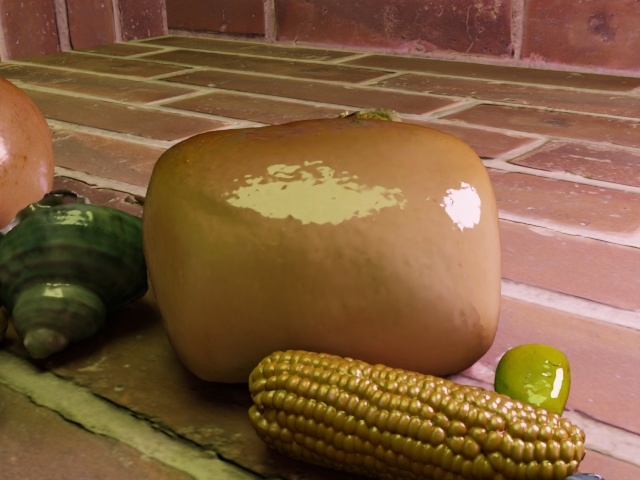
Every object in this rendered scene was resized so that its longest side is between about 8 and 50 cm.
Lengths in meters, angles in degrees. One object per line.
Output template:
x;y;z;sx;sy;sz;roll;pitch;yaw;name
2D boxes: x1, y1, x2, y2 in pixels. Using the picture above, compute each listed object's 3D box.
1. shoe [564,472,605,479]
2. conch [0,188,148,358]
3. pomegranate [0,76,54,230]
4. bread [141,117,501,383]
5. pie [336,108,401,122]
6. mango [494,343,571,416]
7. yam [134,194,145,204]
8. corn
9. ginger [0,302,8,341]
0.218;0.199;0.618;0.207;0.092;0.106;-21;33;-34;shoe
-0.297;0.027;1.029;0.220;0.195;0.277;-4;45;-1;conch
-0.533;-0.100;1.212;0.319;0.319;0.319;-2;21;1;pomegranate
0.000;0.000;0.947;0.375;0.253;0.348;-2;24;5;bread
-0.001;-0.091;1.245;0.277;0.078;0.277;-38;27;23;pie
0.202;0.139;0.830;0.073;0.056;0.108;-4;23;9;mango
-0.280;-0.061;1.461;0.014;0.014;0.107;-20;28;-40;yam
0.063;0.156;0.737;0.310;0.102;0.101;9;23;25;corn
-0.452;0.097;0.992;0.214;0.059;0.133;-10;29;-27;ginger
